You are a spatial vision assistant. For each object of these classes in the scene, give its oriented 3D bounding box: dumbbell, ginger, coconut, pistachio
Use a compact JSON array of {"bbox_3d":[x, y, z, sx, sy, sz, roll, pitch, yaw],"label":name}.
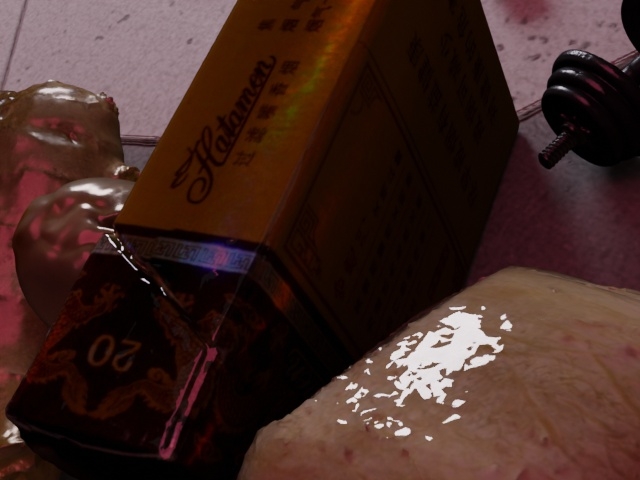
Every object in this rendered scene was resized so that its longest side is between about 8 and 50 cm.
[{"bbox_3d":[0.238,-0.127,0.735,0.208,0.099,0.099,-43,50,-9],"label":"dumbbell"},{"bbox_3d":[-0.282,0.031,0.830,0.236,0.166,0.375,5,52,12],"label":"ginger"},{"bbox_3d":[0.117,0.165,0.469,0.255,0.297,0.297,17,66,36],"label":"coconut"},{"bbox_3d":[-0.124,0.033,0.727,0.144,0.215,0.144,-34,38,31],"label":"pistachio"}]

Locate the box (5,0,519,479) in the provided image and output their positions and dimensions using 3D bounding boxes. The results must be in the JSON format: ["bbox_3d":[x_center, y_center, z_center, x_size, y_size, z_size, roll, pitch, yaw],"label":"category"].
[{"bbox_3d":[0.000,0.001,0.650,0.116,0.264,0.415,10,63,29],"label":"box"}]
